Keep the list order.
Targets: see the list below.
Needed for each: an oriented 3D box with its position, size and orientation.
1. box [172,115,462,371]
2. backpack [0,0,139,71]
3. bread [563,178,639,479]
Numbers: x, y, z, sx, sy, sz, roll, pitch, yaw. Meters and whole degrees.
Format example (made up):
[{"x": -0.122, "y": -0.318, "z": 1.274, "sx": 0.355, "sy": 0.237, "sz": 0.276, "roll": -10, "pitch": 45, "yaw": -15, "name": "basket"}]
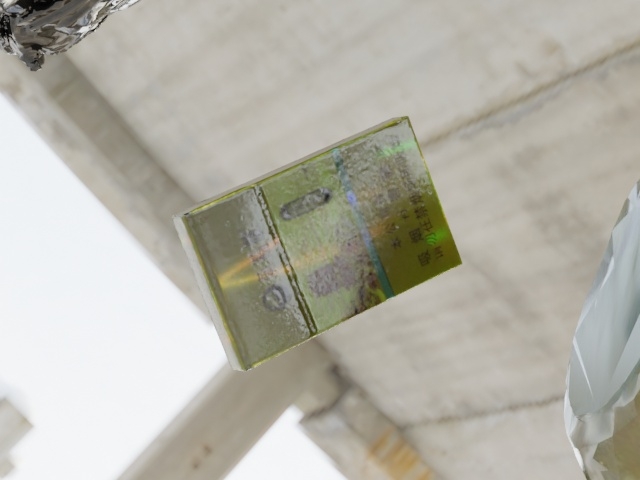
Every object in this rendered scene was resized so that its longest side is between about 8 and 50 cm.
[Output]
[{"x": 0.000, "y": 0.000, "z": 1.195, "sx": 0.030, "sy": 0.193, "sz": 0.121, "roll": 0, "pitch": -67, "yaw": 65, "name": "box"}, {"x": -0.146, "y": -0.314, "z": 1.333, "sx": 0.255, "sy": 0.363, "sz": 0.446, "roll": 61, "pitch": -16, "yaw": 5, "name": "backpack"}, {"x": 0.303, "y": 0.105, "z": 1.153, "sx": 0.239, "sy": 0.264, "sz": 0.395, "roll": -119, "pitch": -137, "yaw": -61, "name": "bread"}]
